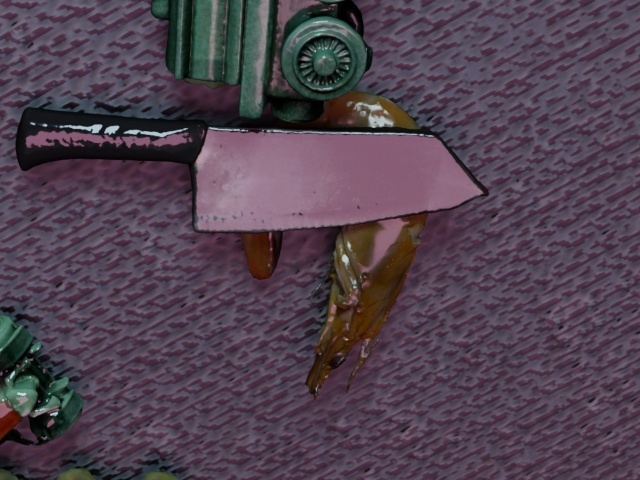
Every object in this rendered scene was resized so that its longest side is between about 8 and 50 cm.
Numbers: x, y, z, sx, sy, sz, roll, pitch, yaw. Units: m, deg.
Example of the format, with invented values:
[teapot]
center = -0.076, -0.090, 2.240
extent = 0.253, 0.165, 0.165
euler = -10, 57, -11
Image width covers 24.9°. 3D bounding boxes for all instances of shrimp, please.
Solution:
[shrimp]
center = 0.000, 0.002, 0.730
extent = 0.095, 0.045, 0.162
euler = 14, 106, -13

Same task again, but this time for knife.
[knife]
center = -0.033, -0.032, 0.702
extent = 0.230, 0.028, 0.060
euler = 2, 101, 0

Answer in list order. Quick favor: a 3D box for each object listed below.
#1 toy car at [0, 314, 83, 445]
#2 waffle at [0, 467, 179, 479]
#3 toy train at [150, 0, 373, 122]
[toy car]
center = -0.196, 0.101, 0.747
extent = 0.143, 0.054, 0.073
euler = -30, 116, 7
[waffle]
center = -0.114, 0.243, 0.824
extent = 0.261, 0.056, 0.250
euler = 20, 110, -14
[toy train]
center = -0.027, -0.137, 0.656
extent = 0.111, 0.071, 0.170
euler = 5, 115, 0
